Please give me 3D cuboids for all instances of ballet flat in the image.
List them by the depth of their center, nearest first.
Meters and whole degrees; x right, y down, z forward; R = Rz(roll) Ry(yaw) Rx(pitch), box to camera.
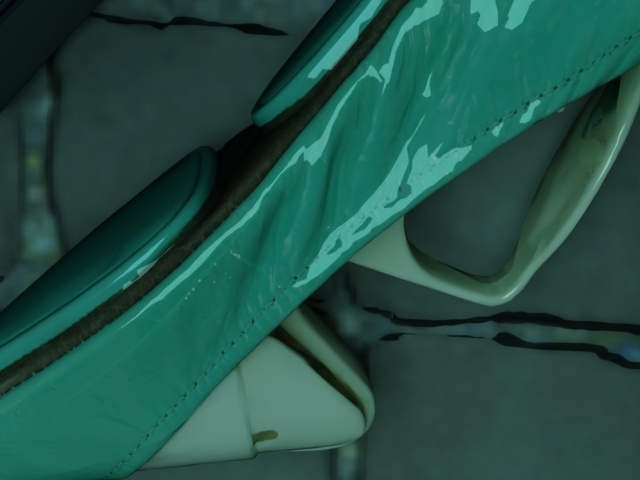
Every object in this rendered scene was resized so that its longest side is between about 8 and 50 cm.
[{"bbox_3d":[0.000,0.000,0.420,0.247,0.083,0.087,-43,100,13],"label":"ballet flat"}]

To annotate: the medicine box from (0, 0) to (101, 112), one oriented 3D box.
[{"bbox_3d":[-0.157,-0.161,0.323,0.289,0.263,0.149,46,102,0],"label":"medicine box"}]
